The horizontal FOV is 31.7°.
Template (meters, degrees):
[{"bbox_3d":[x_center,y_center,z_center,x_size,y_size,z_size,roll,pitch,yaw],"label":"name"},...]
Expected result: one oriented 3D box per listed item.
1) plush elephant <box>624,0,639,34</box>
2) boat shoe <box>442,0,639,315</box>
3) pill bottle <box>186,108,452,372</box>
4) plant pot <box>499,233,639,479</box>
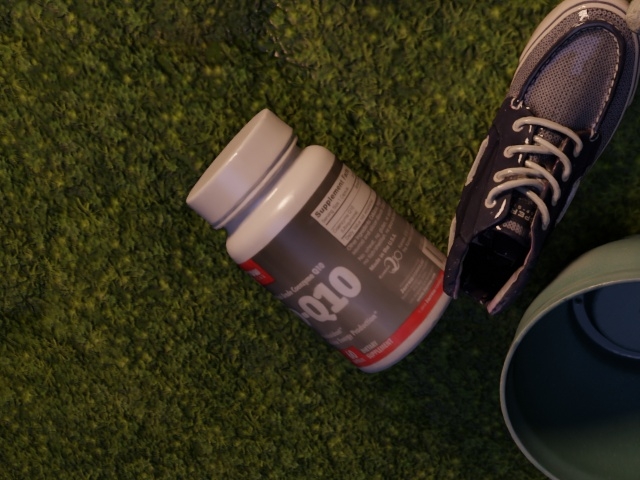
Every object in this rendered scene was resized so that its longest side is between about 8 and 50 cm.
[{"bbox_3d":[0.372,-0.208,0.908,0.330,0.255,0.272,13,130,38],"label":"plush elephant"},{"bbox_3d":[0.224,-0.076,1.140,0.127,0.158,0.340,21,124,2],"label":"boat shoe"},{"bbox_3d":[0.000,0.000,1.244,0.283,0.161,0.161,41,122,-11],"label":"pill bottle"},{"bbox_3d":[0.347,0.113,1.200,0.293,0.196,0.293,7,121,11],"label":"plant pot"}]
